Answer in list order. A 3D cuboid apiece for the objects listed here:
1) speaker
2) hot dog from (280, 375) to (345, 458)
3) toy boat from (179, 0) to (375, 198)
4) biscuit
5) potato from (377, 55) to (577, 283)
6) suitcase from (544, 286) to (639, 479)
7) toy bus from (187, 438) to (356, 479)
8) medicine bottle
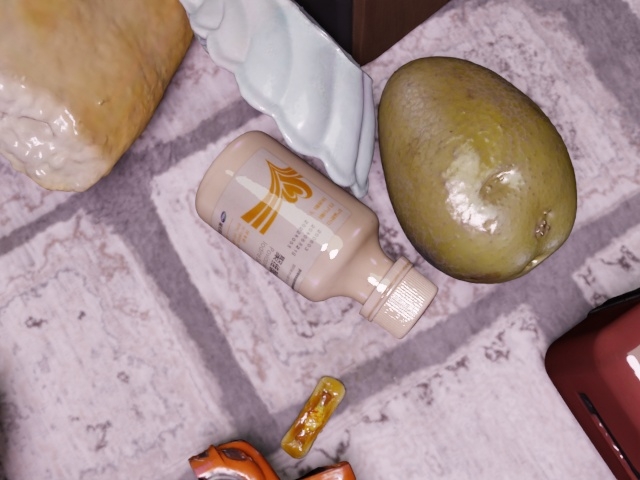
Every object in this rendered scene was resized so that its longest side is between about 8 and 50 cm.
[{"bbox_3d":[0.056,-0.318,0.762,0.192,0.231,0.153,-40,79,-7],"label":"speaker"},{"bbox_3d":[-0.008,0.179,0.756,0.030,0.034,0.090,32,81,9],"label":"hot dog"},{"bbox_3d":[-0.029,-0.173,0.745,0.100,0.199,0.290,-46,76,12],"label":"toy boat"},{"bbox_3d":[-0.291,-0.299,0.713,0.429,0.104,0.446,44,48,-20],"label":"biscuit"},{"bbox_3d":[0.144,-0.080,0.748,0.174,0.159,0.251,-17,67,-32],"label":"potato"},{"bbox_3d":[0.346,0.173,0.642,0.161,0.236,0.297,-31,78,-4],"label":"suitcase"},{"bbox_3d":[0.005,0.315,0.676,0.153,0.143,0.329,-31,77,-15],"label":"toy bus"},{"bbox_3d":[0.000,0.000,0.755,0.252,0.114,0.114,36,81,8],"label":"medicine bottle"}]
